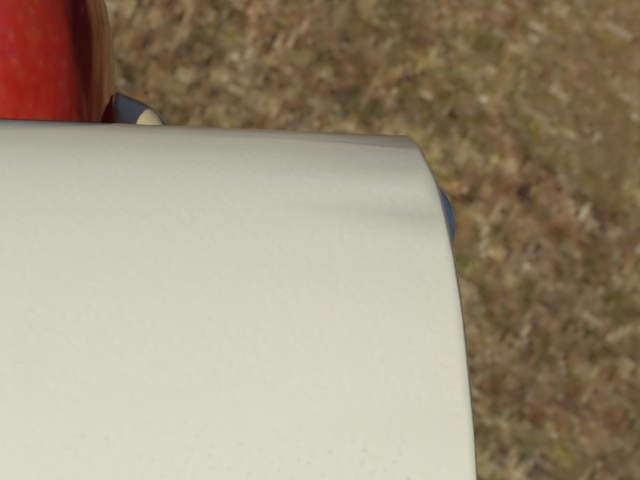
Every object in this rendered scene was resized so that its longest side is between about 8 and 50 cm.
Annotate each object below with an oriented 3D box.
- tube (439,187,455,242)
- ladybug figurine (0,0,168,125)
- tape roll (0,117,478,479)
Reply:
[{"bbox_3d":[0.000,0.000,1.147,0.070,0.240,0.062,-26,97,-21],"label":"tube"},{"bbox_3d":[-0.255,-0.103,0.578,0.449,0.162,0.305,15,23,-17],"label":"ladybug figurine"},{"bbox_3d":[-0.068,0.094,0.410,0.169,0.246,0.246,3,30,-5],"label":"tape roll"}]
